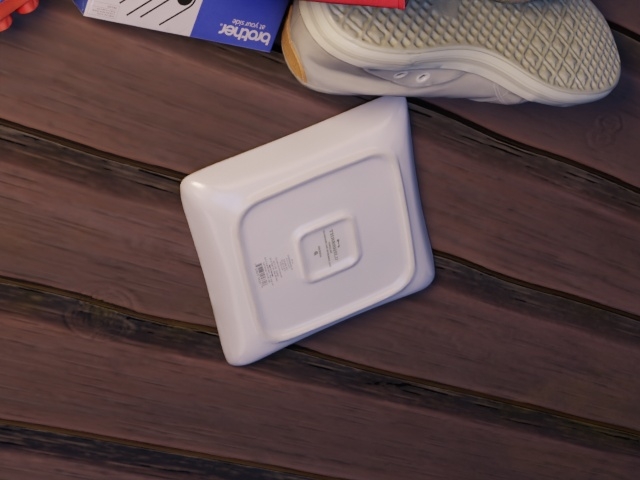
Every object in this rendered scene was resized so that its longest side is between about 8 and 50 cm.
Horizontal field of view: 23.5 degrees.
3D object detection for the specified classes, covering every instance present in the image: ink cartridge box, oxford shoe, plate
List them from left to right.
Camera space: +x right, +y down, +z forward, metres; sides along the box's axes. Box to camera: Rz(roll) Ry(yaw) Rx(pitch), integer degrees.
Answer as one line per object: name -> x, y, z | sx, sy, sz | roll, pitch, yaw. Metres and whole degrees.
ink cartridge box -> -0.129, -0.252, 1.501 | 0.207, 0.046, 0.097 | 7, 117, -32
plate -> 0.000, 0.000, 1.735 | 0.278, 0.045, 0.277 | -22, 128, -14
oxford shoe -> 0.140, -0.215, 1.629 | 0.449, 0.169, 0.130 | 0, 159, -37

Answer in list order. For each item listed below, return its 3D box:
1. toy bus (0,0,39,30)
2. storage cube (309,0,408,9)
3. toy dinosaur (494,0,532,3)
toy bus -> -0.283, -0.290, 1.338 | 0.220, 0.149, 0.211 | -40, 147, -11
storage cube -> -0.001, -0.332, 1.385 | 0.193, 0.215, 0.183 | 6, 123, 7
toy dinosaur -> 0.213, -0.309, 1.558 | 0.313, 0.121, 0.160 | -32, 100, -38
